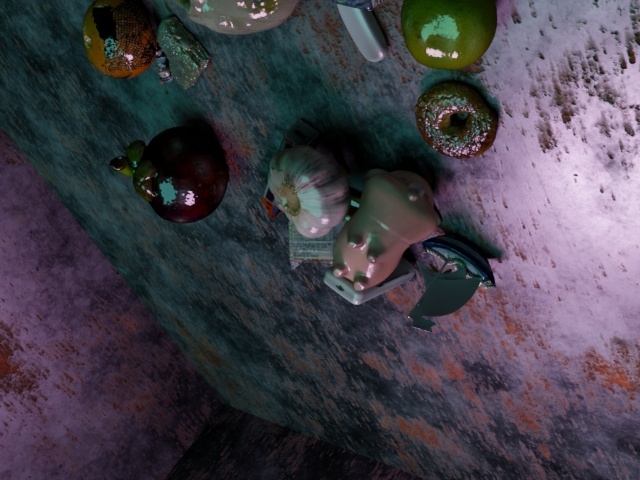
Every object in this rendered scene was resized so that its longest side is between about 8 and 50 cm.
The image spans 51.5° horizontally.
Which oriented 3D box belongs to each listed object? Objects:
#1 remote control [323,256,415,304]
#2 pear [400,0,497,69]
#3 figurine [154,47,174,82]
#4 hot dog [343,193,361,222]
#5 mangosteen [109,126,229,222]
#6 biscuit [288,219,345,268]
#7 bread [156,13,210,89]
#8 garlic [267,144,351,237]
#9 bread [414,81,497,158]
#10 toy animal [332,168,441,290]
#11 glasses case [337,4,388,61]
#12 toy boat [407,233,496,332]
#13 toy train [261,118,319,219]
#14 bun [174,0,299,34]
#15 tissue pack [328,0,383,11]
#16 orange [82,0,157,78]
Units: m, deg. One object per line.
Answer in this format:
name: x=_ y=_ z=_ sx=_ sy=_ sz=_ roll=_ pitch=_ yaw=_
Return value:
remote control: x=0.142 y=0.093 z=1.857 sx=0.140 sy=0.296 sz=0.056 roll=36 pitch=122 yaw=27
pear: x=0.235 y=-0.413 z=1.200 sx=0.180 sy=0.166 sz=0.216 roll=31 pitch=159 yaw=11
figurine: x=-0.468 y=-0.515 z=1.960 sx=0.059 sy=0.047 sz=0.106 roll=-1 pitch=129 yaw=26
hot dog: x=0.037 y=-0.110 z=1.892 sx=0.235 sy=0.092 sz=0.062 roll=28 pitch=165 yaw=23
mangosteen: x=-0.465 y=-0.198 z=2.078 sx=0.306 sy=0.359 sz=0.306 roll=167 pitch=90 yaw=-69
biscuit: x=0.000 y=0.005 z=2.031 sx=0.309 sy=0.079 sz=0.186 roll=-3 pitch=90 yaw=47
bread: x=-0.380 y=-0.508 z=1.859 sx=0.172 sy=0.064 sz=0.232 roll=26 pitch=148 yaw=26
garlic: x=-0.001 y=-0.147 z=1.742 sx=0.245 sy=0.253 sz=0.245 roll=23 pitch=128 yaw=33
bread: x=0.292 y=-0.258 z=1.452 sx=0.193 sy=0.064 sz=0.193 roll=25 pitch=143 yaw=21
toy animal: x=0.160 y=-0.028 z=1.676 sx=0.237 sy=0.269 sz=0.326 roll=35 pitch=136 yaw=0
glasses case: x=0.090 y=-0.460 z=1.428 sx=0.063 sy=0.041 sz=0.164 roll=0 pitch=131 yaw=50
toy boat: x=0.314 y=0.111 z=1.678 sx=0.220 sy=0.291 sz=0.067 roll=31 pitch=146 yaw=14
toy train: x=-0.102 y=-0.196 z=1.935 sx=0.089 sy=0.086 sz=0.409 roll=39 pitch=150 yaw=4
bun: x=-0.211 y=-0.595 z=1.413 sx=0.365 sy=0.219 sz=0.365 roll=26 pitch=148 yaw=17
tissue pack: x=0.035 y=-0.556 z=1.220 sx=0.173 sy=0.073 sz=0.236 roll=29 pitch=147 yaw=28
orange: x=-0.568 y=-0.571 z=1.865 sx=0.234 sy=0.182 sz=0.235 roll=42 pitch=142 yaw=44
